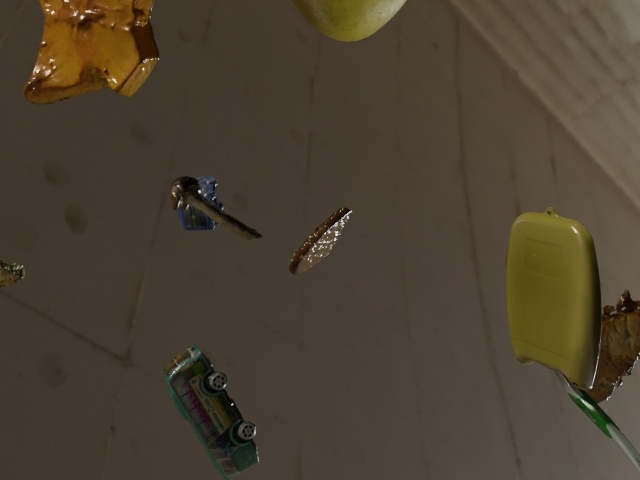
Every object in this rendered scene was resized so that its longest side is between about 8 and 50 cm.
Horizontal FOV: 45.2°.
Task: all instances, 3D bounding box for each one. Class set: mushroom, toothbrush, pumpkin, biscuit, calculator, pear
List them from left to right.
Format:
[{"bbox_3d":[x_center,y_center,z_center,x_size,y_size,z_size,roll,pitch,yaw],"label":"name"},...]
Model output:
[{"bbox_3d":[-0.362,-0.354,1.221,0.095,0.290,0.259,-23,-69,-59],"label":"pumpkin"},{"bbox_3d":[-0.187,-0.046,1.364,0.187,0.061,0.060,36,-159,-10],"label":"mushroom"},{"bbox_3d":[-0.009,0.009,1.401,0.126,0.206,0.025,-39,-101,-25],"label":"biscuit"},{"bbox_3d":[0.047,-0.370,1.087,0.178,0.266,0.267,86,176,-50],"label":"pear"},{"bbox_3d":[0.299,0.072,1.009,0.033,0.157,0.237,-11,-75,-27],"label":"calculator"},{"bbox_3d":[0.379,0.231,1.077,0.418,0.040,0.042,65,-173,33],"label":"toothbrush"}]

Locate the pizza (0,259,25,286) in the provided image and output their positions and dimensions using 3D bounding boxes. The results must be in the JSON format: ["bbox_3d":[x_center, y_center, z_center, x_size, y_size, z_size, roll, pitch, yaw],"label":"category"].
[{"bbox_3d":[-0.626,0.024,1.330,0.204,0.188,0.081,-5,-126,-13],"label":"pizza"}]

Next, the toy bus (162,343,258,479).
[{"bbox_3d":[-0.207,0.330,1.480,0.262,0.109,0.091,63,163,-13],"label":"toy bus"}]

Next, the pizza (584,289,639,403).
[{"bbox_3d":[0.449,0.149,1.209,0.154,0.194,0.069,51,-177,-12],"label":"pizza"}]

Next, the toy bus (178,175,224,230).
[{"bbox_3d":[-0.282,-0.087,1.806,0.236,0.094,0.079,-104,3,-70],"label":"toy bus"}]
